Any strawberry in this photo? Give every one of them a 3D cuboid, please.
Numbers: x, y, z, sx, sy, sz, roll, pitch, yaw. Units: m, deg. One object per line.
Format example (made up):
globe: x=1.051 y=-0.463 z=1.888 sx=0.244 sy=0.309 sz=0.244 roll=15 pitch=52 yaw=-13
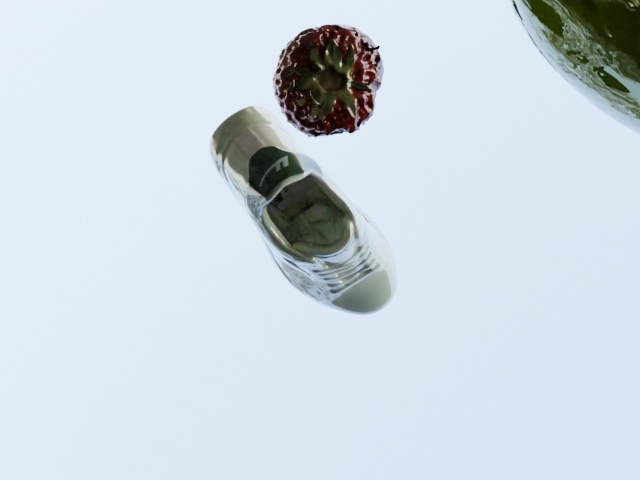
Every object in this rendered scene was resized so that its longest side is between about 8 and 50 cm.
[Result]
strawberry: x=0.001 y=-0.098 z=1.153 sx=0.073 sy=0.073 sz=0.083 roll=-44 pitch=-169 yaw=-10

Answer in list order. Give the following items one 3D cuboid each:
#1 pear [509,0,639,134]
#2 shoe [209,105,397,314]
pear: x=0.179 y=-0.118 z=0.724 sx=0.187 sy=0.220 sz=0.187 roll=-28 pitch=-127 yaw=47
shoe: x=0.000 y=0.000 z=1.611 sx=0.095 sy=0.265 sz=0.110 roll=-41 pitch=-141 yaw=1
